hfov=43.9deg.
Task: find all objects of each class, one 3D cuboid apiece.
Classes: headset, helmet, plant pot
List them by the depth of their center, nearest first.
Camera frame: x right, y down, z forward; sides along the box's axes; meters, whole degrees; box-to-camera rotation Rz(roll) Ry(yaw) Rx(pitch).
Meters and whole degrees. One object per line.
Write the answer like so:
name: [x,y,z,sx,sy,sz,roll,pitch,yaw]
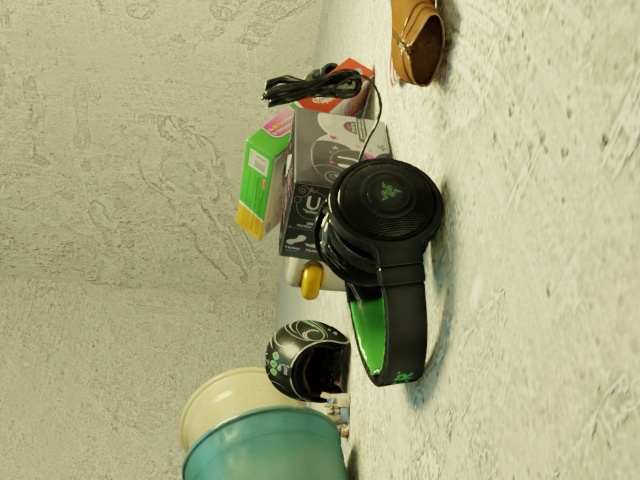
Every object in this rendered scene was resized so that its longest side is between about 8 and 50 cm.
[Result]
headset: [0.037,-0.018,0.971,0.243,0.185,0.394,126,138,-78]
plant pot: [-0.066,0.444,1.242,0.255,0.271,0.272,-112,25,-48]
helmet: [-0.024,0.230,1.529,0.161,0.169,0.169,-157,73,-66]
plant pot: [-0.156,0.521,1.900,0.305,0.333,0.334,-126,40,-65]

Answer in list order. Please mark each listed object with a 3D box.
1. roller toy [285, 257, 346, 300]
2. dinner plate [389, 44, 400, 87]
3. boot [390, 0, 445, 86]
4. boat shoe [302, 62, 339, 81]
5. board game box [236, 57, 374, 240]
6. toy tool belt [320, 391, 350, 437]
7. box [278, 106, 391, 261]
roller toy: [0.000,0.000,1.504,0.191,0.146,0.209,-122,37,-81]
dinner plate: [0.125,-0.304,1.218,0.141,0.017,0.141,-174,90,-84]
boot: [0.123,-0.291,0.982,0.152,0.072,0.197,-95,0,-67]
boat shoe: [0.014,-0.254,1.799,0.113,0.127,0.340,-34,44,53]
board game box: [-0.030,-0.177,1.537,0.316,0.064,0.242,-45,-18,-35]
toy tool belt: [0.024,0.312,1.421,0.052,0.051,0.083,104,170,-56]
box: [0.025,-0.090,1.267,0.247,0.163,0.142,-91,11,-54]
